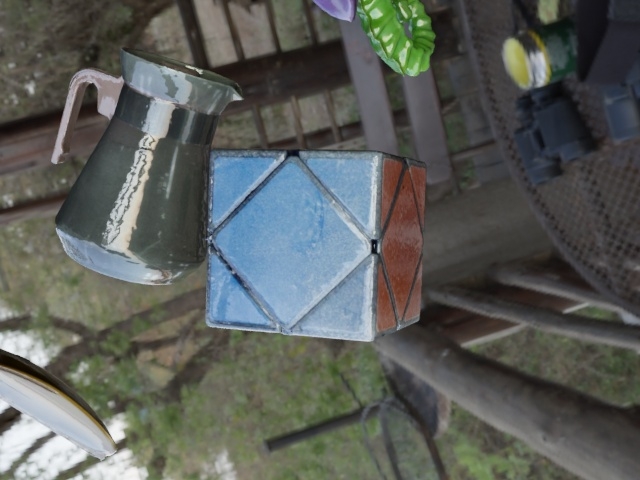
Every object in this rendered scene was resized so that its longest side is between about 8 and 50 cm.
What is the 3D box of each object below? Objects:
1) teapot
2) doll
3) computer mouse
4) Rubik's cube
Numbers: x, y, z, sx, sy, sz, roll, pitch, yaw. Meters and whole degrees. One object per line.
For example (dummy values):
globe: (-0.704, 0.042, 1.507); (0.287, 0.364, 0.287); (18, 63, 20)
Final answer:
teapot: (-0.295, -0.130, 1.485); (0.253, 0.300, 0.343); (-29, -41, -76)
doll: (0.023, -0.193, 0.575); (0.050, 0.115, 0.190); (-16, 100, 37)
computer mouse: (-0.346, 0.183, 1.097); (0.245, 0.056, 0.126); (39, 165, -24)
Rubik's cube: (0.000, 0.000, 1.055); (0.207, 0.205, 0.205); (-7, -80, -70)
